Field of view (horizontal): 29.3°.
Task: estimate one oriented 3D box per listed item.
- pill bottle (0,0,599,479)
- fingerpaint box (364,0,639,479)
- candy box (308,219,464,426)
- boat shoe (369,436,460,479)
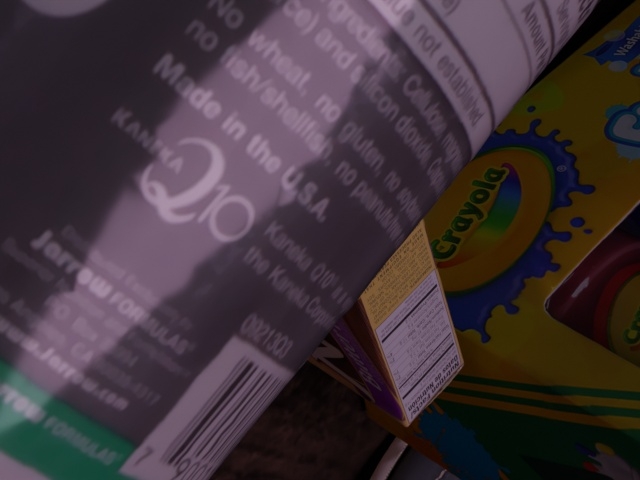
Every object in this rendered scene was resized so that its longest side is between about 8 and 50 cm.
[{"bbox_3d":[-0.023,-0.099,0.398,0.361,0.204,0.204,-51,143,-4],"label":"pill bottle"},{"bbox_3d":[0.296,0.008,0.729,0.445,0.371,0.163,-39,140,-25],"label":"fingerpaint box"},{"bbox_3d":[0.000,0.000,0.595,0.053,0.109,0.186,-44,141,-22],"label":"candy box"},{"bbox_3d":[0.150,0.146,0.875,0.319,0.099,0.116,-34,136,-32],"label":"boat shoe"}]
